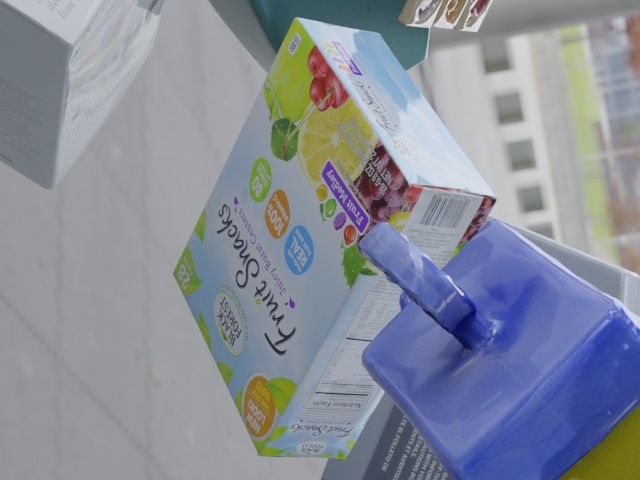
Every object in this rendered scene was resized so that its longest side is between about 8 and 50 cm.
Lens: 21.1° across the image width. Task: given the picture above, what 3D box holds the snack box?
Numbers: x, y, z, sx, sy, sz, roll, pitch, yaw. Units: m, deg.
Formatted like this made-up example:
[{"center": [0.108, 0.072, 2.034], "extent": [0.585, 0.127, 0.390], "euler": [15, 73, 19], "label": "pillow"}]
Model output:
[{"center": [0.000, 0.000, 1.038], "extent": [0.207, 0.070, 0.174], "euler": [-64, -143, 29], "label": "snack box"}]

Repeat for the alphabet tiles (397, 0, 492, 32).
[{"center": [0.166, -0.313, 1.296], "extent": [0.342, 0.011, 0.285], "euler": [-63, 162, 15], "label": "alphabet tiles"}]

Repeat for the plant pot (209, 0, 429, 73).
[{"center": [-0.014, -0.230, 1.369], "extent": [0.166, 0.165, 0.234], "euler": [43, -19, 51], "label": "plant pot"}]

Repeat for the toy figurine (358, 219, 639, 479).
[{"center": [0.067, 0.097, 0.485], "extent": [0.217, 0.191, 0.362], "euler": [53, 0, -18], "label": "toy figurine"}]

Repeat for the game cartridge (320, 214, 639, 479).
[{"center": [0.117, 0.137, 1.267], "extent": [0.062, 0.198, 0.297], "euler": [19, 95, -61], "label": "game cartridge"}]

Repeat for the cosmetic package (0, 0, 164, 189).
[{"center": [-0.138, -0.122, 0.898], "extent": [0.117, 0.085, 0.231], "euler": [-59, -178, -18], "label": "cosmetic package"}]
